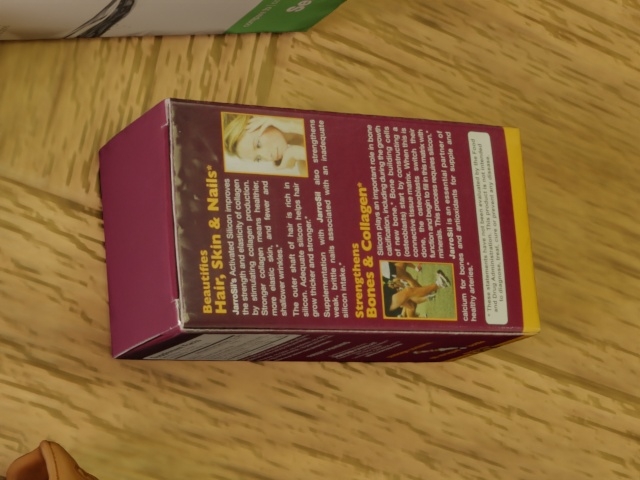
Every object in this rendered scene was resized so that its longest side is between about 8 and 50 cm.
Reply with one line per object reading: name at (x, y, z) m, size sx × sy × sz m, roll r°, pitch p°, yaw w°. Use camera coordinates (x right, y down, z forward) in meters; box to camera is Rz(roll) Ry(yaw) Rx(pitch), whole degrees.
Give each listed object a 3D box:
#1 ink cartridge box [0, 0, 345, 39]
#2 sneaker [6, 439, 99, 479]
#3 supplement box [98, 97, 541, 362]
ink cartridge box at (-0.097, -0.181, 0.811) m, size 0.219 × 0.092 × 0.160 m, roll -7°, pitch 79°, yaw -31°
sneaker at (-0.180, 0.180, 0.664) m, size 0.290 × 0.106 × 0.123 m, roll -37°, pitch 93°, yaw -43°
supplement box at (0.000, 0.000, 0.820) m, size 0.188 × 0.081 × 0.104 m, roll 3°, pitch 75°, yaw -29°
